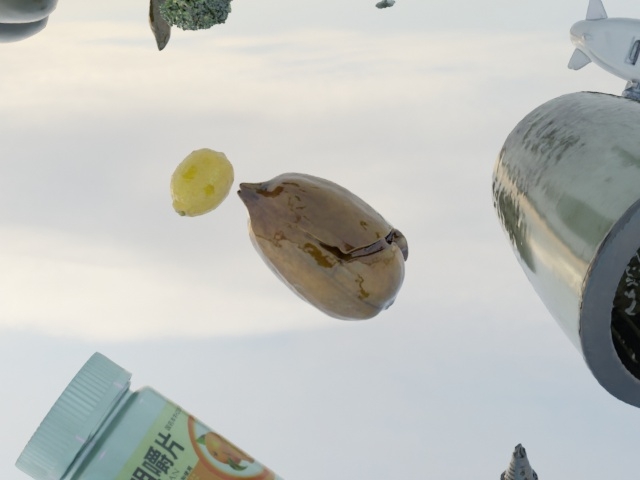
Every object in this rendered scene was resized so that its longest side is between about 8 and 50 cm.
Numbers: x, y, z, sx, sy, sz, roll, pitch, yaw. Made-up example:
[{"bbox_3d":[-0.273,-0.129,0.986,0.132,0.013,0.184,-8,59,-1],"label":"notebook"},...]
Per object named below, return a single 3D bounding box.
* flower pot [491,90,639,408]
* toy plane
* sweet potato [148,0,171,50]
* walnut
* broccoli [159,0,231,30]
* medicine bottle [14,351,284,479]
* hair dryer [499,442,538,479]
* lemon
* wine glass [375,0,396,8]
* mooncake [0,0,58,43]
[{"bbox_3d":[0.350,-0.014,1.143,0.293,0.293,0.330,-11,-153,-12],"label":"flower pot"},{"bbox_3d":[0.507,-0.300,1.605,0.244,0.245,0.117,9,-169,33],"label":"toy plane"},{"bbox_3d":[-0.248,-0.369,1.576,0.038,0.153,0.041,2,169,11],"label":"sweet potato"},{"bbox_3d":[0.000,0.000,1.728,0.336,0.209,0.209,34,-160,-11],"label":"walnut"},{"bbox_3d":[-0.145,-0.291,1.193,0.095,0.092,0.097,-8,163,-5],"label":"broccoli"},{"bbox_3d":[-0.166,0.277,1.139,0.318,0.158,0.158,36,-154,-4],"label":"medicine bottle"},{"bbox_3d":[0.279,0.437,1.412,0.107,0.352,0.189,-8,-152,-3],"label":"hair dryer"},{"bbox_3d":[-0.231,-0.111,1.957,0.114,0.114,0.155,17,-117,44],"label":"lemon"},{"bbox_3d":[0.109,-0.448,1.762,0.042,0.083,0.039,-27,-146,-25],"label":"wine glass"},{"bbox_3d":[-0.620,-0.458,1.544,0.467,0.262,0.467,0,-179,0],"label":"mooncake"}]
